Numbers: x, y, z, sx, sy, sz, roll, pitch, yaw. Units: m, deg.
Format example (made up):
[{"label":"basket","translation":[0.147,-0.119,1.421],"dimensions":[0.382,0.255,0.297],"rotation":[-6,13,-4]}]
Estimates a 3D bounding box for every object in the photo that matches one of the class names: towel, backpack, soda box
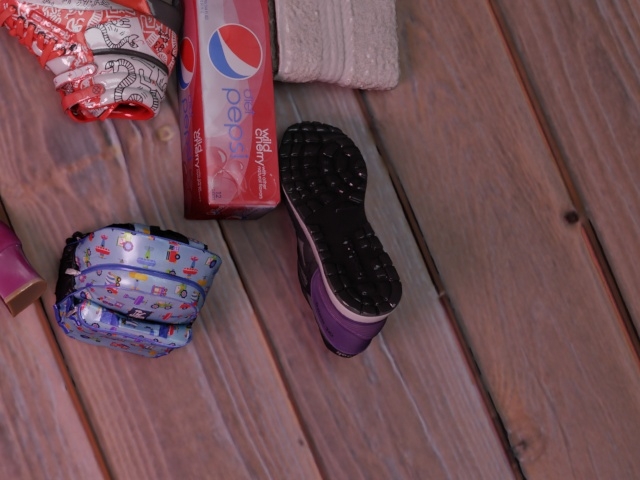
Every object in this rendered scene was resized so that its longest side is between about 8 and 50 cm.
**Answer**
[{"label":"towel","translation":[0.010,-0.316,2.158],"dimensions":[0.187,0.049,0.282],"rotation":[2,79,-36]},{"label":"backpack","translation":[-0.189,0.048,1.945],"dimensions":[0.158,0.173,0.117],"rotation":[17,73,-21]},{"label":"soda box","translation":[-0.106,-0.157,2.074],"dimensions":[0.092,0.083,0.263],"rotation":[0,79,-24]}]

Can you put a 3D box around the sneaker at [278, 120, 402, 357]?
[{"label":"sneaker","translation":[0.000,0.000,2.085],"dimensions":[0.107,0.124,0.283],"rotation":[-1,54,-20]}]

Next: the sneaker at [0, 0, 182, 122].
[{"label":"sneaker","translation":[-0.284,-0.216,2.004],"dimensions":[0.270,0.090,0.145],"rotation":[16,71,-23]}]

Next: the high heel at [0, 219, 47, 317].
[{"label":"high heel","translation":[-0.411,0.067,1.912],"dimensions":[0.244,0.082,0.117],"rotation":[-37,66,-13]}]
